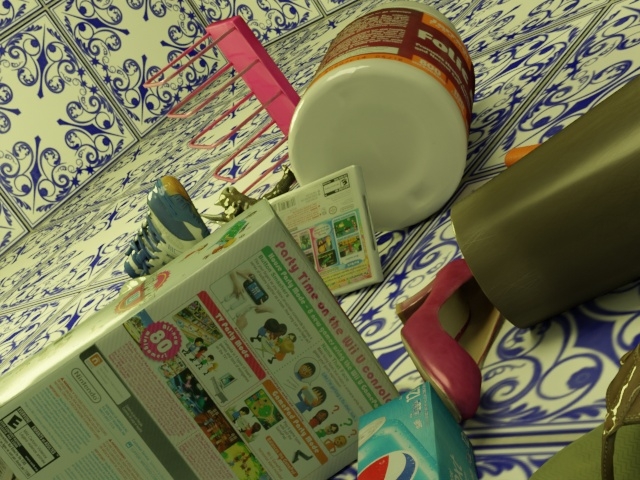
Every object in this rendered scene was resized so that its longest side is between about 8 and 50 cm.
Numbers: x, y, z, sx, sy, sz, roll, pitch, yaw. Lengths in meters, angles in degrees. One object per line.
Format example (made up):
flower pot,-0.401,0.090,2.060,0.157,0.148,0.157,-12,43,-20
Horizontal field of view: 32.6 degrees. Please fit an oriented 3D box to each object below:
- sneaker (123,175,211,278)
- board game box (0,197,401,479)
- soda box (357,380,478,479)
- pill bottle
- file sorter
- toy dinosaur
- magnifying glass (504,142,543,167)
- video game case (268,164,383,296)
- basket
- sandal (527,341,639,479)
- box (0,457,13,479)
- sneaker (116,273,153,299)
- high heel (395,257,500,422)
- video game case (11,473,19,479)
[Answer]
sneaker,-0.217,0.016,1.544,0.131,0.112,0.296,-26,-23,-8
board game box,-0.107,0.143,0.964,0.303,0.224,0.097,-34,14,0
soda box,0.070,0.188,0.764,0.067,0.071,0.210,-30,17,13
pill bottle,0.098,-0.190,1.494,0.224,0.224,0.392,-28,18,21
file sorter,-0.147,-0.218,1.925,0.182,0.291,0.202,-41,18,-11
toy dinosaur,-0.070,-0.015,1.571,0.160,0.121,0.313,-45,21,5
magnifying glass,0.294,-0.104,1.238,0.092,0.026,0.231,-43,21,-26
video game case,0.000,0.000,1.327,0.157,0.143,0.019,-20,-15,38
basket,0.239,-0.033,0.933,0.226,0.154,0.204,-32,16,21
sandal,0.240,0.088,0.694,0.302,0.086,0.120,-37,17,-8
box,-0.480,0.336,1.140,0.322,0.058,0.232,-30,21,8
sneaker,-0.174,0.099,1.469,0.283,0.110,0.122,-25,37,36
high heel,0.135,0.077,0.958,0.117,0.082,0.244,-30,9,6
video game case,-0.361,0.321,1.173,0.201,0.023,0.183,-40,20,31
